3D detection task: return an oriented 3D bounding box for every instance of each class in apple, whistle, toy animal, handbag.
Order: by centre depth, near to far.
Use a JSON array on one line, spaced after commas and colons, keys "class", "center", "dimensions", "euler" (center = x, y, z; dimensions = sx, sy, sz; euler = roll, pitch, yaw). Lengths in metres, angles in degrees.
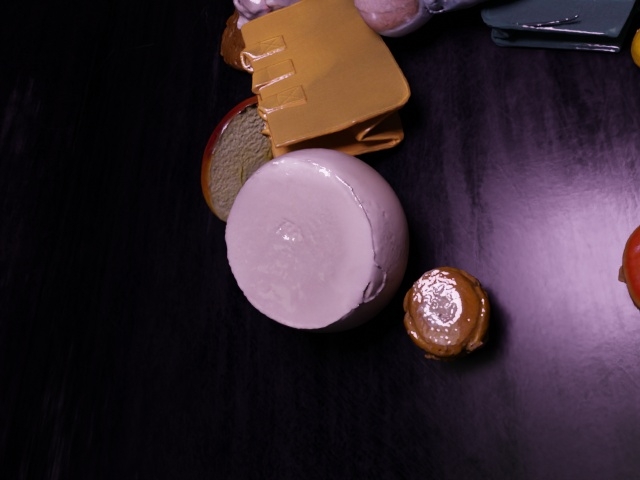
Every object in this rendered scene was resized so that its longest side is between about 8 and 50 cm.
[{"class": "handbag", "center": [0.418, -0.464, 0.683], "dimensions": [0.239, 0.089, 0.326], "euler": [27, 94, 41]}, {"class": "whistle", "center": [0.196, -0.451, 0.773], "dimensions": [0.348, 0.189, 0.189], "euler": [19, 88, 35]}, {"class": "handbag", "center": [-0.009, -0.338, 0.905], "dimensions": [0.283, 0.133, 0.400], "euler": [-15, 60, -4]}, {"class": "apple", "center": [-0.171, -0.213, 1.054], "dimensions": [0.345, 0.179, 0.254], "euler": [-62, 10, 4]}, {"class": "toy animal", "center": [-0.101, -0.662, 1.093], "dimensions": [0.188, 0.266, 0.307], "euler": [-9, 88, 45]}]

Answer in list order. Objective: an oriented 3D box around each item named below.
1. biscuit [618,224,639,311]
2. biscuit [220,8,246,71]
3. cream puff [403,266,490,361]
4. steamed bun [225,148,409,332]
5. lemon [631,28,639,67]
[{"class": "biscuit", "center": [0.546, -0.049, 0.410], "dimensions": [0.394, 0.076, 0.368], "euler": [15, 79, 45]}, {"class": "biscuit", "center": [-0.190, -0.619, 1.259], "dimensions": [0.296, 0.075, 0.295], "euler": [-15, 65, 35]}, {"class": "cream puff", "center": [0.194, 0.110, 0.666], "dimensions": [0.127, 0.103, 0.143], "euler": [-13, 67, 23]}, {"class": "steamed bun", "center": [0.000, 0.000, 0.775], "dimensions": [0.325, 0.206, 0.324], "euler": [3, 96, 27]}, {"class": "lemon", "center": [0.462, -0.259, 0.589], "dimensions": [0.065, 0.065, 0.092], "euler": [-45, 49, 20]}]
